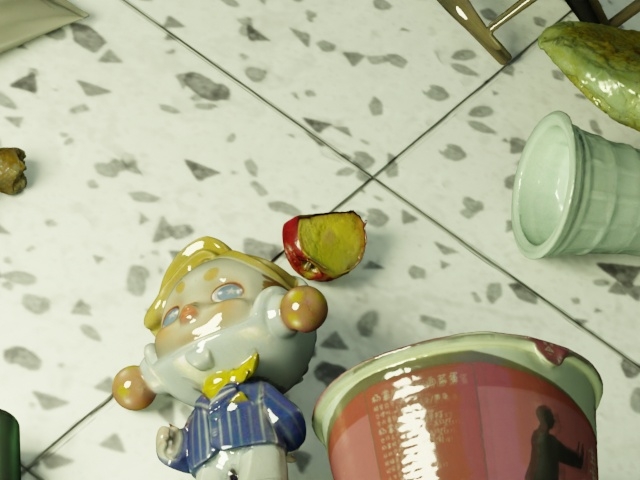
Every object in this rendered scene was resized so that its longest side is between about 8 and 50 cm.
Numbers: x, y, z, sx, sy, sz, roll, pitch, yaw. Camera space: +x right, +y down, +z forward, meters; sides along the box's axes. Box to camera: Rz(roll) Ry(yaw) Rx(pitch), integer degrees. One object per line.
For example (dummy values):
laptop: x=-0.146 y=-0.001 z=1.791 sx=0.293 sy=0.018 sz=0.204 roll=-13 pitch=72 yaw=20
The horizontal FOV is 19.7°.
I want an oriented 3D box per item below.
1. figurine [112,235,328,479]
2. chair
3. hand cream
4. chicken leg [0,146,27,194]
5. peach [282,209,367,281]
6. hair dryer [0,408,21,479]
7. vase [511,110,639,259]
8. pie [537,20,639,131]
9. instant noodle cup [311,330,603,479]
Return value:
figurine: x=-0.059 y=0.116 z=1.469 sx=0.133 sy=0.194 sz=0.274 roll=43 pitch=8 yaw=-39
chair: x=0.256 y=-0.314 z=2.007 sx=0.272 sy=0.166 sz=0.188 roll=-35 pitch=59 yaw=7
hand cream: x=-0.311 y=-0.207 z=1.759 sx=0.087 sy=0.054 sz=0.186 roll=33 pitch=39 yaw=18
chicken leg: x=-0.332 y=-0.050 z=1.589 sx=0.198 sy=0.069 sz=0.085 roll=-20 pitch=59 yaw=-42
peach: x=0.000 y=0.000 z=1.674 sx=0.077 sy=0.050 sz=0.083 roll=39 pitch=52 yaw=-15
hair dryer: x=-0.325 y=0.180 z=1.389 sx=0.198 sy=0.057 sz=0.100 roll=0 pitch=47 yaw=-9
vase: x=0.348 y=-0.031 z=1.781 sx=0.299 sy=0.143 sz=0.143 roll=9 pitch=46 yaw=-17
pie: x=0.354 y=-0.160 z=1.892 sx=0.277 sy=0.078 sz=0.277 roll=11 pitch=22 yaw=-4
instant noodle cup: x=0.114 y=0.201 z=1.415 sx=0.235 sy=0.235 sz=0.178 roll=5 pitch=56 yaw=-16
